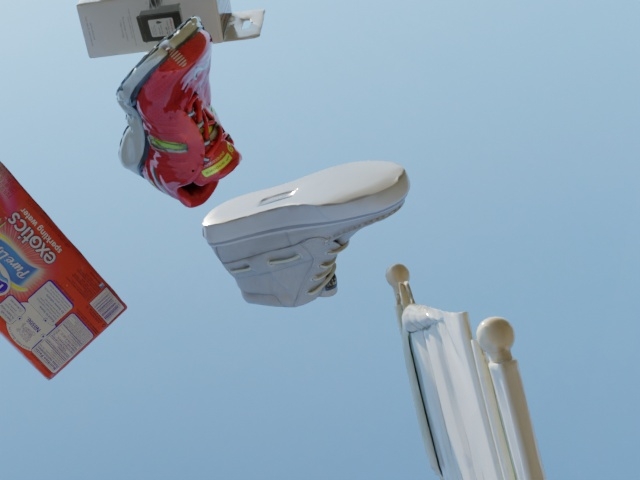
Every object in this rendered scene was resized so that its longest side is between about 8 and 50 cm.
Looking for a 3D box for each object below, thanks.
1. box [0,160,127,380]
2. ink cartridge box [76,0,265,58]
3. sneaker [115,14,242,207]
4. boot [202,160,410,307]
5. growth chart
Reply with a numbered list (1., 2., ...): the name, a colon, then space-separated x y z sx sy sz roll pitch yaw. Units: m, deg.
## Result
1. box: -0.361 0.020 1.164 0.128 0.123 0.257 -45 -59 -16
2. ink cartridge box: -0.153 -0.246 1.070 0.180 0.060 0.104 -6 -151 4
3. sneaker: -0.125 -0.117 1.003 0.118 0.279 0.107 41 -111 7
4. boot: 0.000 0.000 1.078 0.095 0.258 0.123 -51 -58 -46
5. growth chart: 0.075 0.103 0.512 0.021 0.237 0.172 -14 -86 -6
